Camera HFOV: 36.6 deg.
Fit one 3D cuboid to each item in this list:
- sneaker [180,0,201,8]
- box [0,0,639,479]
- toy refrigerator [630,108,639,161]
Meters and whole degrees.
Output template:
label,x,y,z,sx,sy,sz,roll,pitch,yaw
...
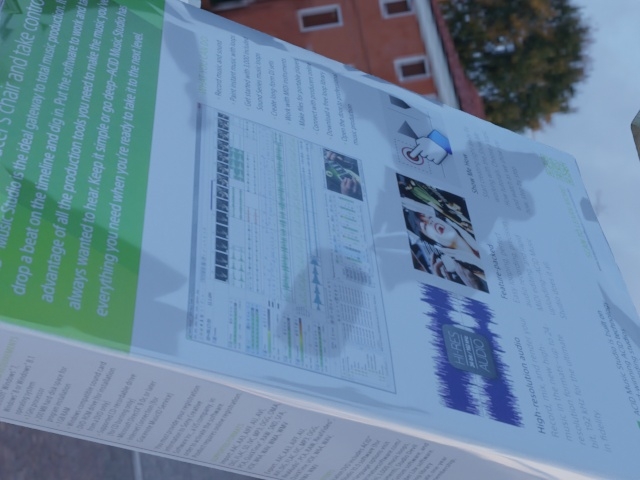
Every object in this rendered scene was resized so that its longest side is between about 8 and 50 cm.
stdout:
label,x,y,z,sx,sy,sz,roll,pitch,yaw
sneaker,-0.262,-0.382,1.166,0.331,0.122,0.146,59,30,-25
box,0.000,0.000,0.428,0.058,0.322,0.232,-55,-154,35
toy refrigerator,0.348,-0.043,0.835,0.094,0.102,0.269,24,-19,40
